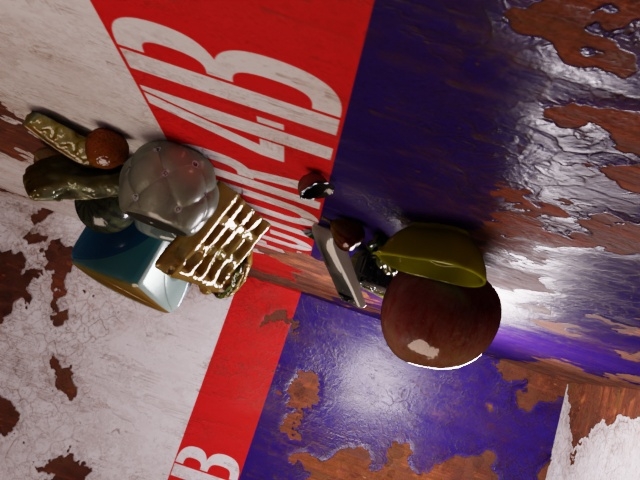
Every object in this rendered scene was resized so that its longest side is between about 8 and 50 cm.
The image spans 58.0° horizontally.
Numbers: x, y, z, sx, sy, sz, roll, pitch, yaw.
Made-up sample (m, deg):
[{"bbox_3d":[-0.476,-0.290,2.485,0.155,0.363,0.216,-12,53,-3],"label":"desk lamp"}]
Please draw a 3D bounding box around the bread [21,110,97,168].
[{"bbox_3d":[-0.673,-0.265,1.546,0.232,0.088,0.128,29,167,-35],"label":"bread"}]

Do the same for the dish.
[{"bbox_3d":[0.268,0.023,1.360,0.262,0.108,0.221,11,167,30],"label":"dish"}]

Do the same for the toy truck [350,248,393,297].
[{"bbox_3d":[0.193,0.124,1.904,0.272,0.124,0.157,28,165,-37],"label":"toy truck"}]

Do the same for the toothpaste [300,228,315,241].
[{"bbox_3d":[0.000,0.000,1.869,0.045,0.028,0.170,2,157,36],"label":"toothpaste"}]

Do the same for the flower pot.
[{"bbox_3d":[-0.372,-0.129,1.428,0.246,0.195,0.246,18,170,3],"label":"flower pot"}]

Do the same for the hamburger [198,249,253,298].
[{"bbox_3d":[-0.398,0.136,2.365,0.162,0.209,0.330,27,137,-31],"label":"hamburger"}]

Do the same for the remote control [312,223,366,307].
[{"bbox_3d":[0.051,0.087,1.776,0.109,0.055,0.313,18,140,45],"label":"remote control"}]

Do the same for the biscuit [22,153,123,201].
[{"bbox_3d":[-0.668,-0.177,1.624,0.329,0.078,0.335,17,-153,16],"label":"biscuit"}]

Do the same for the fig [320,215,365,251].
[{"bbox_3d":[0.056,-0.030,1.554,0.125,0.089,0.089,43,171,8],"label":"fig"}]

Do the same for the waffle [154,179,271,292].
[{"bbox_3d":[-0.303,0.008,1.695,0.077,0.304,0.348,36,177,19],"label":"waffle"}]

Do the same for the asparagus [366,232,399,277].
[{"bbox_3d":[0.189,0.045,1.668,0.080,0.080,0.287,11,158,33],"label":"asparagus"}]

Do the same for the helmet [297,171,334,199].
[{"bbox_3d":[-0.015,-0.123,1.268,0.084,0.049,0.065,-3,147,-36],"label":"helmet"}]

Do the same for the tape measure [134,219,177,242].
[{"bbox_3d":[-0.429,-0.069,1.768,0.275,0.147,0.256,16,-171,17],"label":"tape measure"}]

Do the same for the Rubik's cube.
[{"bbox_3d":[-0.689,0.046,2.247,0.352,0.351,0.347,15,158,19],"label":"Rubik's cube"}]

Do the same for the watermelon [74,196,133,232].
[{"bbox_3d":[-0.718,-0.126,1.955,0.212,0.212,0.212,18,168,4],"label":"watermelon"}]

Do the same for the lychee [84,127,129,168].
[{"bbox_3d":[-0.530,-0.224,1.460,0.101,0.114,0.140,31,158,52],"label":"lychee"}]

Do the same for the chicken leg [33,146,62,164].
[{"bbox_3d":[-0.811,-0.239,1.828,0.251,0.107,0.087,16,132,26],"label":"chicken leg"}]

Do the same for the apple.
[{"bbox_3d":[0.317,0.207,1.565,0.345,0.269,0.345,18,-160,-7],"label":"apple"}]
